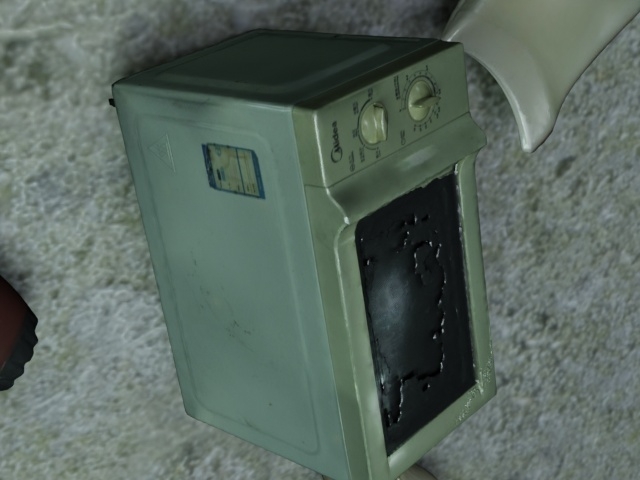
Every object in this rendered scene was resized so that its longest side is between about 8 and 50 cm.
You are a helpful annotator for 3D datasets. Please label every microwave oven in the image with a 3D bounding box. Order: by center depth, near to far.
[{"bbox_3d":[0.000,0.000,0.996,0.218,0.286,0.355,-30,120,-38],"label":"microwave oven"}]

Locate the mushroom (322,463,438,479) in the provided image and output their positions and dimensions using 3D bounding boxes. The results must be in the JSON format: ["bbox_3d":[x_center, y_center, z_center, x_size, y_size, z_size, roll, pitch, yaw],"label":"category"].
[{"bbox_3d":[0.058,0.270,1.236,0.108,0.096,0.247,-29,118,17],"label":"mushroom"}]

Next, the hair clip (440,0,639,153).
[{"bbox_3d":[0.252,-0.254,1.115,0.282,0.113,0.172,-43,119,4],"label":"hair clip"}]

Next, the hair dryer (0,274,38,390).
[{"bbox_3d":[-0.454,0.124,0.977,0.312,0.123,0.340,26,109,-18],"label":"hair dryer"}]
